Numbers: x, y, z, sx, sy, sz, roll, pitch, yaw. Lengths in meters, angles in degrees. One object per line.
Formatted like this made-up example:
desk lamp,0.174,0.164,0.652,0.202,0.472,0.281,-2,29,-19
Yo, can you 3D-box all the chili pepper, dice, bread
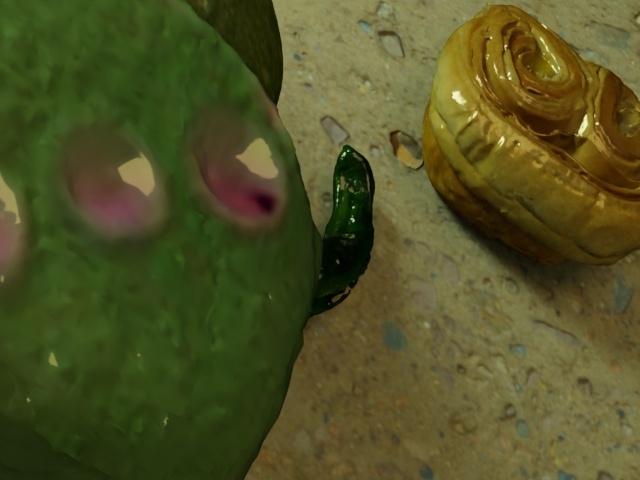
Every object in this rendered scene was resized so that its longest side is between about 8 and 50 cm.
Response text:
chili pepper,0.006,0.002,1.424,0.073,0.050,0.182,37,44,-2
dice,-0.212,0.012,1.024,0.322,0.318,0.330,44,43,-27
bread,0.188,-0.082,1.561,0.236,0.120,0.198,35,46,-13

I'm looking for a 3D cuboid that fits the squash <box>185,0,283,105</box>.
squash,-0.177,-0.141,1.255,0.309,0.310,0.310,54,44,-15
